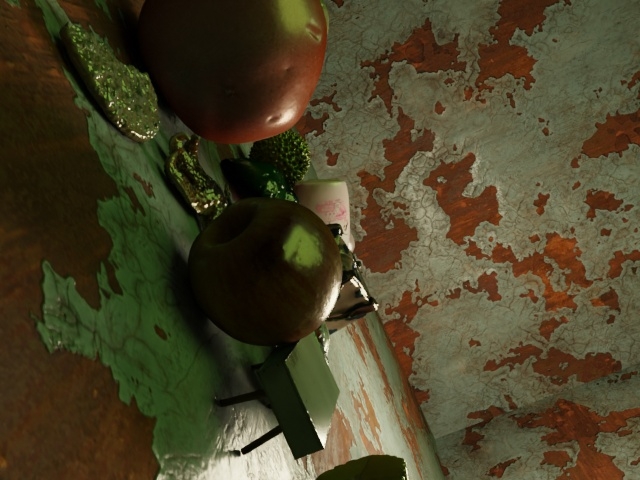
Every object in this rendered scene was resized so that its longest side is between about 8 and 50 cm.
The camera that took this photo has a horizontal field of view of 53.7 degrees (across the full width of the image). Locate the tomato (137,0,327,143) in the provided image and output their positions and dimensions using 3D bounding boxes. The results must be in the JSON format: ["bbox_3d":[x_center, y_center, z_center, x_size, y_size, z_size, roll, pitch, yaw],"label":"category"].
[{"bbox_3d":[-0.148,-0.339,1.129,0.272,0.342,0.341,-76,144,-55],"label":"tomato"}]

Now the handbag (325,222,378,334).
[{"bbox_3d":[-0.003,0.089,1.329,0.251,0.193,0.190,55,18,-57],"label":"handbag"}]

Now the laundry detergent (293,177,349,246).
[{"bbox_3d":[0.001,0.015,1.588,0.088,0.159,0.335,-157,-116,-62],"label":"laundry detergent"}]

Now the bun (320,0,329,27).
[{"bbox_3d":[-0.145,-0.516,1.639,0.213,0.361,0.361,45,14,-17],"label":"bun"}]

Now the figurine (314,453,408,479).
[{"bbox_3d":[0.094,0.526,0.992,0.187,0.168,0.315,138,-61,-86],"label":"figurine"}]

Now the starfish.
[{"bbox_3d":[-0.182,-0.063,1.043,0.238,0.071,0.216,44,27,-46],"label":"starfish"}]

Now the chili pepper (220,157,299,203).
[{"bbox_3d":[-0.108,-0.105,1.436,0.148,0.116,0.264,43,-8,25],"label":"chili pepper"}]

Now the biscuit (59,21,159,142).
[{"bbox_3d":[-0.277,-0.204,0.894,0.250,0.032,0.133,21,48,-81],"label":"biscuit"}]

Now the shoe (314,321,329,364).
[{"bbox_3d":[-0.038,0.197,1.107,0.125,0.099,0.227,62,12,-51],"label":"shoe"}]

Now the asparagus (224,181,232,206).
[{"bbox_3d":[-0.170,-0.045,1.248,0.016,0.016,0.162,9,54,-50],"label":"asparagus"}]

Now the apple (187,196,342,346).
[{"bbox_3d":[-0.075,0.040,0.884,0.211,0.211,0.188,-102,165,-56],"label":"apple"}]

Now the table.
[{"bbox_3d":[-0.054,0.214,0.894,0.240,0.111,0.121,-22,89,-83],"label":"table"}]

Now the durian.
[{"bbox_3d":[-0.109,-0.187,1.608,0.146,0.159,0.198,-69,169,-62],"label":"durian"}]

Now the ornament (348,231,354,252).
[{"bbox_3d":[-0.001,0.000,1.724,0.177,0.178,0.177,-23,90,-83],"label":"ornament"}]
